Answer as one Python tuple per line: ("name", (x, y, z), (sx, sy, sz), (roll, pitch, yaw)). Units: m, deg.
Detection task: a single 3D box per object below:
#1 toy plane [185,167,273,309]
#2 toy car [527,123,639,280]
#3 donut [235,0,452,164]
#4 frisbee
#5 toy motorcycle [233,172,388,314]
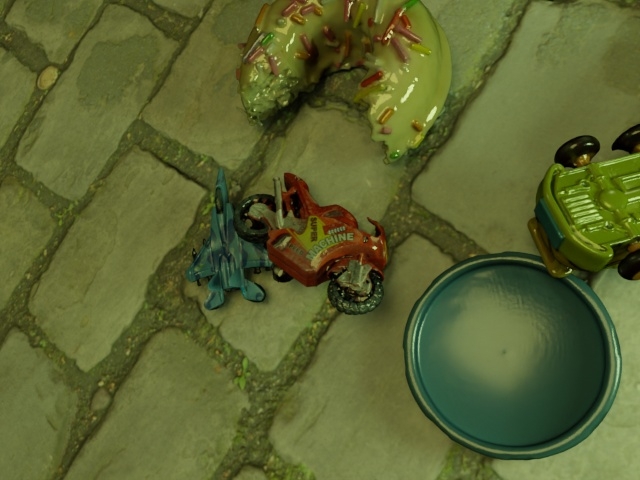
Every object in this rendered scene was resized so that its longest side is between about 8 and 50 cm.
("toy plane", (-0.162, -0.008, 0.990), (0.169, 0.078, 0.246), (-13, 68, 17))
("toy car", (0.402, -0.033, 0.748), (0.248, 0.142, 0.200), (-11, 62, -3))
("donut", (0.039, -0.310, 0.951), (0.371, 0.150, 0.307), (21, 84, 25))
("frisbee", (0.262, 0.158, 0.801), (0.290, 0.049, 0.289), (-7, 71, 20))
("toy motorcycle", (-0.001, 0.000, 0.902), (0.298, 0.089, 0.171), (36, 65, 27))
